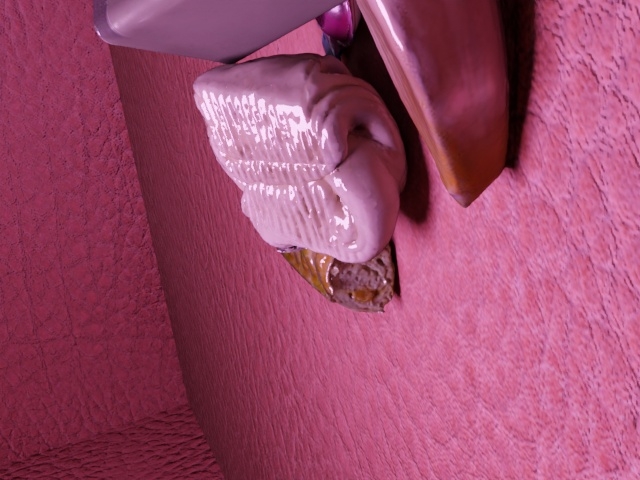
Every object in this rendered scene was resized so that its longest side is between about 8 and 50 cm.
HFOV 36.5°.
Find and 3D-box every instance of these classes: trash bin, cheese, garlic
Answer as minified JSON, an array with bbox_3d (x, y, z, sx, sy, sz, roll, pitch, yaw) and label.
[{"bbox_3d":[-0.068,-0.249,0.823,0.240,0.164,0.122,-12,81,49],"label":"trash bin"},{"bbox_3d":[0.013,-0.225,0.959,0.145,0.038,0.095,98,153,-67],"label":"cheese"},{"bbox_3d":[0.071,-0.170,0.692,0.143,0.112,0.318,-110,3,-67],"label":"garlic"}]

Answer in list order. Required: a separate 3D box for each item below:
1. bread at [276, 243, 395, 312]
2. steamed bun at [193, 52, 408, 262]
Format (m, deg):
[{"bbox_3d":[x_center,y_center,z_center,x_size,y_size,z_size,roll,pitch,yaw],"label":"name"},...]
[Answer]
[{"bbox_3d":[-0.001,-0.001,1.134,0.087,0.098,0.269,-63,28,7],"label":"bread"},{"bbox_3d":[-0.002,-0.095,0.960,0.218,0.144,0.211,6,126,41],"label":"steamed bun"}]
